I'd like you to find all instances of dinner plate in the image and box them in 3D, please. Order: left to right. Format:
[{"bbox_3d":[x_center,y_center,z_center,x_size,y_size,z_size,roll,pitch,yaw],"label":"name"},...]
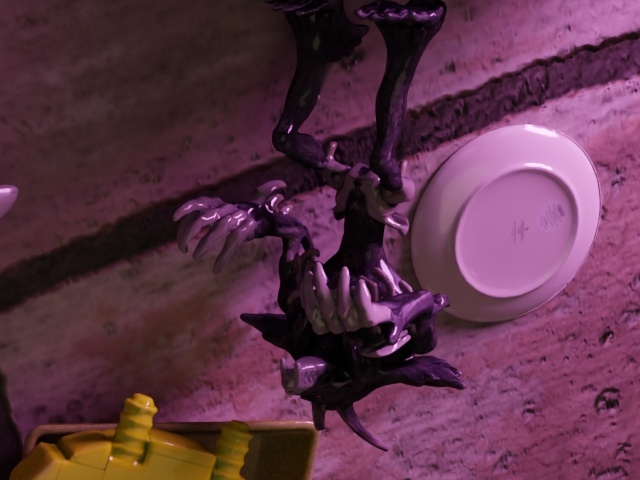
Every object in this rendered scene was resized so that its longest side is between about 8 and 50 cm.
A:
[{"bbox_3d":[0.126,-0.007,0.927,0.141,0.017,0.141,-10,116,-20],"label":"dinner plate"}]

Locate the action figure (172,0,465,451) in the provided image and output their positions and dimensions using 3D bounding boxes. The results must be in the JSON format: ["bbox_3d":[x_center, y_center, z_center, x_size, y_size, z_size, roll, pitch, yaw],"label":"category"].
[{"bbox_3d":[0.000,0.000,0.798,0.141,0.164,0.276,-15,114,-48],"label":"action figure"}]

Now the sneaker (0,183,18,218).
[{"bbox_3d":[-0.254,-0.080,0.700,0.121,0.099,0.262,-40,130,-10],"label":"sneaker"}]

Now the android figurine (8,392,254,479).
[{"bbox_3d":[-0.119,0.225,0.821,0.248,0.056,0.273,21,90,-23],"label":"android figurine"}]

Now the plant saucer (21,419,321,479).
[{"bbox_3d":[-0.109,0.189,0.901,0.188,0.045,0.188,2,111,-24],"label":"plant saucer"}]
